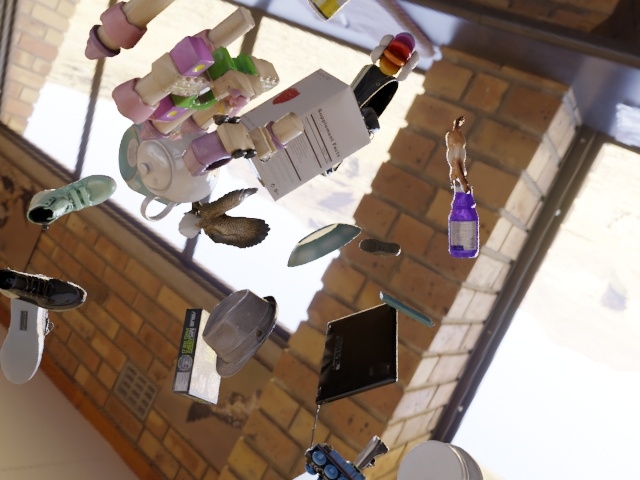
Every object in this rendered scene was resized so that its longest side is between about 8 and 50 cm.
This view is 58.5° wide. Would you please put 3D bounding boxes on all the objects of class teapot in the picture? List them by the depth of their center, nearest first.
[{"bbox_3d":[-0.415,-0.205,1.569,0.252,0.256,0.187,-16,-173,41],"label":"teapot"}]

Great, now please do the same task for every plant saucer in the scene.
[{"bbox_3d":[0.000,0.000,1.322,0.038,0.194,0.195,62,-179,-10],"label":"plant saucer"},{"bbox_3d":[0.274,0.222,1.834,0.192,0.018,0.067,29,-171,-6],"label":"plant saucer"}]

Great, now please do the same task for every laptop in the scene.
[{"bbox_3d":[0.107,0.451,1.866,0.236,0.407,0.382,59,-159,-24],"label":"laptop"}]

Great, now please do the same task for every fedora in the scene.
[{"bbox_3d":[-0.249,0.245,1.659,0.124,0.275,0.243,45,170,-23],"label":"fedora"}]

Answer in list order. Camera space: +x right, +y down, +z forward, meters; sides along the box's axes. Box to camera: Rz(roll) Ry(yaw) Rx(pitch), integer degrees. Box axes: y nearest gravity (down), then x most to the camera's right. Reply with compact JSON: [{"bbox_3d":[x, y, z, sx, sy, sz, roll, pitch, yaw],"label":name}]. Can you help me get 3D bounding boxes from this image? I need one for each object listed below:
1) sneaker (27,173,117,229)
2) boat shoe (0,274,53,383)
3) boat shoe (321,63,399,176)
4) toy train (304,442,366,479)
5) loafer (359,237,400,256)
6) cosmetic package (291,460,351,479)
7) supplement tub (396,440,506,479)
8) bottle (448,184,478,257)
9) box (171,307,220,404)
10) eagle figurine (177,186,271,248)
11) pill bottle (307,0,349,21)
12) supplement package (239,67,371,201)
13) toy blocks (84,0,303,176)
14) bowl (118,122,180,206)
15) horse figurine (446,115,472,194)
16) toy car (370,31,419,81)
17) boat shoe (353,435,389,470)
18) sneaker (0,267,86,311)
[{"bbox_3d":[-0.728,-0.110,1.681,0.255,0.094,0.151,-17,-150,-4],"label":"sneaker"},{"bbox_3d":[-0.831,0.248,1.630,0.113,0.307,0.105,3,-176,0],"label":"boat shoe"},{"bbox_3d":[0.138,-0.447,2.137,0.155,0.500,0.187,24,162,23],"label":"boat shoe"},{"bbox_3d":[0.038,0.660,1.638,0.184,0.080,0.105,41,-149,21],"label":"toy train"},{"bbox_3d":[0.201,0.031,1.925,0.147,0.056,0.050,12,158,28],"label":"loafer"},{"bbox_3d":[0.023,0.806,1.814,0.151,0.151,0.183,-16,169,-34],"label":"cosmetic package"},{"bbox_3d":[0.383,0.713,1.598,0.325,0.235,0.235,42,177,-34],"label":"supplement tub"},{"bbox_3d":[0.566,-0.075,2.262,0.118,0.283,0.092,-1,-168,14],"label":"bottle"},{"bbox_3d":[-0.388,0.380,1.865,0.060,0.270,0.216,-2,155,15],"label":"box"},{"bbox_3d":[-0.363,-0.097,2.139,0.298,0.225,0.226,8,173,27],"label":"eagle figurine"},{"bbox_3d":[0.053,-0.828,1.902,0.103,0.184,0.103,42,-157,-22],"label":"pill bottle"},{"bbox_3d":[-0.055,-0.271,1.441,0.177,0.292,0.175,49,169,51],"label":"supplement package"},{"bbox_3d":[-0.226,-0.222,0.968,0.309,0.260,0.288,64,-155,4],"label":"toy blocks"},{"bbox_3d":[-0.539,-0.265,1.836,0.163,0.312,0.311,1,-157,-41],"label":"bowl"},{"bbox_3d":[0.433,-0.269,1.809,0.066,0.264,0.174,-3,180,10],"label":"horse figurine"},{"bbox_3d":[0.281,-0.678,2.054,0.159,0.182,0.136,34,146,-2],"label":"toy car"},{"bbox_3d":[0.160,0.752,1.944,0.064,0.206,0.075,33,-153,4],"label":"boat shoe"},{"bbox_3d":[-0.730,0.130,1.477,0.221,0.083,0.118,10,164,-9],"label":"sneaker"}]
